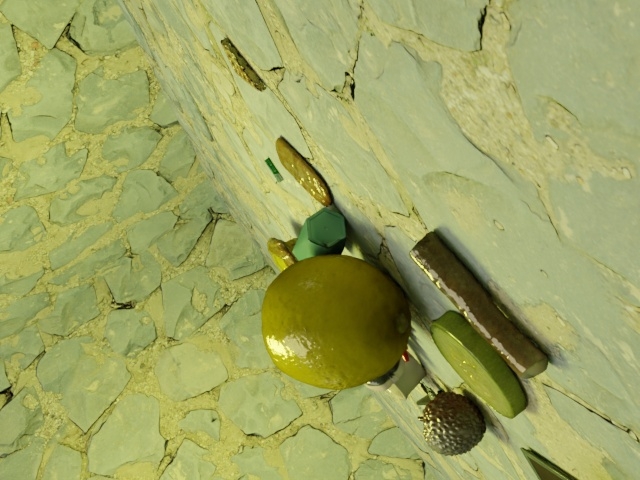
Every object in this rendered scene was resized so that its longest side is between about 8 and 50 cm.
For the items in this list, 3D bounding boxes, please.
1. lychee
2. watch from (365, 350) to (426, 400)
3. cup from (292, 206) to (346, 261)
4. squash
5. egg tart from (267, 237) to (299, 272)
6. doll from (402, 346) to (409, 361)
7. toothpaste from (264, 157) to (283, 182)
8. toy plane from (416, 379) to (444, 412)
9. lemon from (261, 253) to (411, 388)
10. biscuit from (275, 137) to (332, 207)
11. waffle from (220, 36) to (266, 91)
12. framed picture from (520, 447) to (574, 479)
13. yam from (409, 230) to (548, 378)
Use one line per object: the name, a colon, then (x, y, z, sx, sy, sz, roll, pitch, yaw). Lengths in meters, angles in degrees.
lychee: (0.327, 0.469, 1.647, 0.198, 0.165, 0.165, 3, 136, 35)
watch: (0.203, 0.391, 1.929, 0.244, 0.196, 0.231, 27, 157, 56)
cup: (0.000, 0.000, 1.718, 0.134, 0.148, 0.235, 21, 166, 2)
squash: (0.324, 0.262, 1.337, 0.252, 0.049, 0.252, 51, 169, 14)
egg tart: (-0.053, 0.107, 2.284, 0.345, 0.132, 0.345, 52, 170, 13)
doll: (0.208, 0.251, 1.809, 0.169, 0.057, 0.109, -118, 18, -54)
toothpaste: (-0.144, -0.218, 1.991, 0.083, 0.017, 0.020, 57, 169, -8)
toy plane: (0.361, 0.504, 1.865, 0.262, 0.088, 0.192, 50, 180, -38)
lemon: (0.058, 0.198, 1.574, 0.364, 0.364, 0.364, 52, 169, 14)
biscuit: (-0.048, -0.176, 1.663, 0.247, 0.029, 0.118, 47, 167, 35)
waffle: (-0.184, -0.417, 1.528, 0.152, 0.023, 0.097, 47, 168, 43)
framed picture: (0.568, 0.597, 1.390, 0.296, 0.019, 0.232, 58, 169, -13)
yam: (0.265, 0.109, 1.089, 0.299, 0.066, 0.066, 50, 168, 19)
